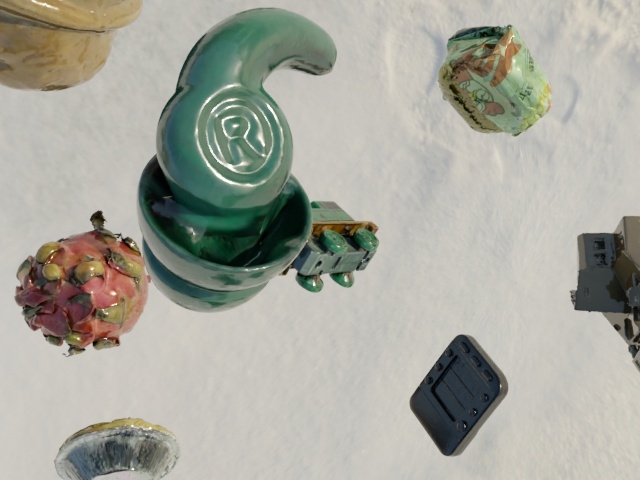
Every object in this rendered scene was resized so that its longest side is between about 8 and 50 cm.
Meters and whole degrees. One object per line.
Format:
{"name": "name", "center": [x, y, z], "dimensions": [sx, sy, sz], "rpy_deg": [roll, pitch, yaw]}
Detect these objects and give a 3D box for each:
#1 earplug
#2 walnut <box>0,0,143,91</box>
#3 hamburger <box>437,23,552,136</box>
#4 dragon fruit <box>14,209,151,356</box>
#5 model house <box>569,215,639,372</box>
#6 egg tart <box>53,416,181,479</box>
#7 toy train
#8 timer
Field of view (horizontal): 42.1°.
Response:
{"name": "earplug", "center": [-0.087, -0.066, 0.796], "dimensions": [0.163, 0.257, 0.280], "rpy_deg": [14, 128, -16]}
{"name": "walnut", "center": [-0.369, -0.341, 1.067], "dimensions": [0.285, 0.285, 0.296], "rpy_deg": [35, 118, 13]}
{"name": "hamburger", "center": [0.302, -0.285, 1.543], "dimensions": [0.235, 0.125, 0.214], "rpy_deg": [-2, 130, 43]}
{"name": "dragon fruit", "center": [-0.495, 0.093, 1.729], "dimensions": [0.250, 0.291, 0.269], "rpy_deg": [35, 93, 23]}
{"name": "model house", "center": [0.467, 0.111, 1.237], "dimensions": [0.176, 0.181, 0.248], "rpy_deg": [3, 58, 5]}
{"name": "egg tart", "center": [-0.371, 0.415, 1.531], "dimensions": [0.234, 0.234, 0.094], "rpy_deg": [-25, 47, 11]}
{"name": "toy train", "center": [0.000, 0.000, 1.254], "dimensions": [0.136, 0.227, 0.091], "rpy_deg": [46, 118, 29]}
{"name": "timer", "center": [0.251, 0.279, 1.495], "dimensions": [0.187, 0.055, 0.144], "rpy_deg": [-58, 43, 23]}
